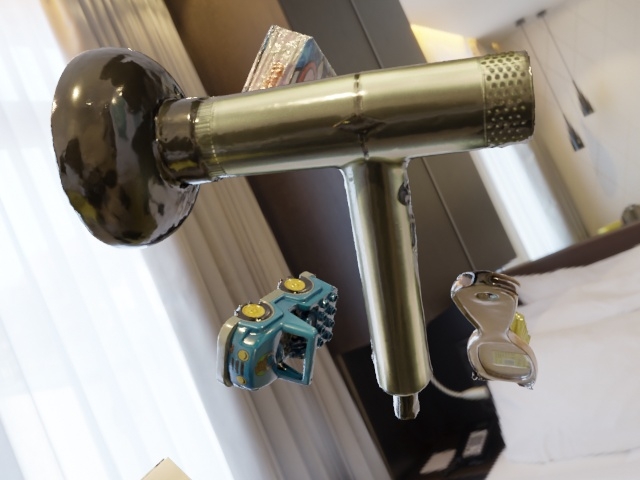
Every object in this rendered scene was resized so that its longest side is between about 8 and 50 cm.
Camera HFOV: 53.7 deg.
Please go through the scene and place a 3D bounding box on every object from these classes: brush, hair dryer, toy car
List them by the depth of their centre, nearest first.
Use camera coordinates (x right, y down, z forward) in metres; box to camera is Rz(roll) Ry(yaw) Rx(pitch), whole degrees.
[{"bbox_3d":[-0.019,0.004,0.465,0.321,0.283,0.156,4,6,13],"label":"hair dryer"},{"bbox_3d":[0.173,0.079,0.621,0.072,0.067,0.313,-1,-26,21],"label":"brush"},{"bbox_3d":[-0.038,0.119,0.793,0.100,0.097,0.191,23,32,29],"label":"toy car"}]

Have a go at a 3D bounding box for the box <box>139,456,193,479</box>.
[{"bbox_3d":[-0.203,0.323,0.697,0.129,0.051,0.130,-39,-23,-37],"label":"box"}]

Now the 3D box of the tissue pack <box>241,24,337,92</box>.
[{"bbox_3d":[-0.032,-0.161,0.739,0.065,0.115,0.155,21,-1,14],"label":"tissue pack"}]
